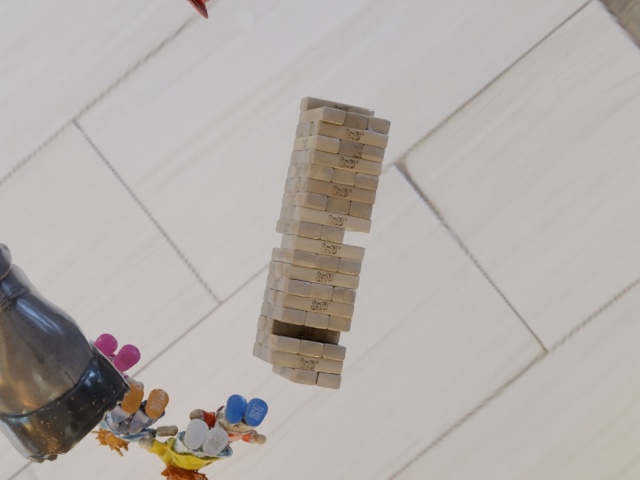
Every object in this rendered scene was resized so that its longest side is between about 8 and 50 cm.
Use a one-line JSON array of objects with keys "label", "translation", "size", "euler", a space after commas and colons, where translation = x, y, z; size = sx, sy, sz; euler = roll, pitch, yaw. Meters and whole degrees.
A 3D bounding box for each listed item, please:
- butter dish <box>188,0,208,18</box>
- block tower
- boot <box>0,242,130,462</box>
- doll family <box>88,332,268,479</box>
[{"label": "butter dish", "translation": [-0.152, -0.395, 1.560], "size": [0.118, 0.160, 0.160], "euler": [-19, 78, 9]}, {"label": "block tower", "translation": [0.000, 0.000, 1.407], "size": [0.091, 0.097, 0.335], "euler": [11, 88, -20]}, {"label": "boot", "translation": [-0.286, 0.035, 0.876], "size": [0.118, 0.338, 0.223], "euler": [-47, 115, -33]}, {"label": "doll family", "translation": [-0.196, 0.217, 1.385], "size": [0.263, 0.163, 0.118], "euler": [26, 63, -9]}]
